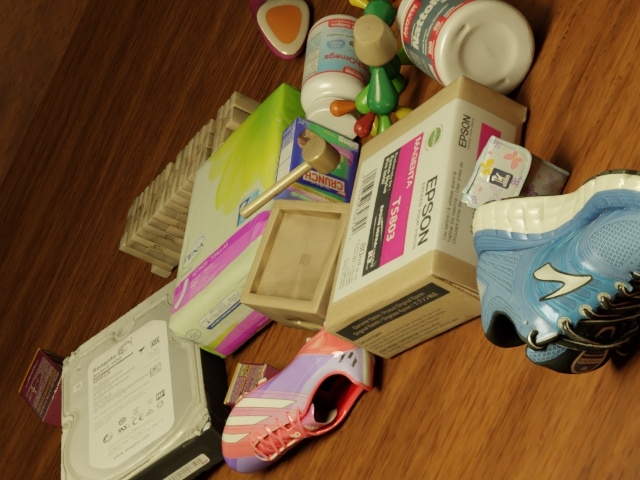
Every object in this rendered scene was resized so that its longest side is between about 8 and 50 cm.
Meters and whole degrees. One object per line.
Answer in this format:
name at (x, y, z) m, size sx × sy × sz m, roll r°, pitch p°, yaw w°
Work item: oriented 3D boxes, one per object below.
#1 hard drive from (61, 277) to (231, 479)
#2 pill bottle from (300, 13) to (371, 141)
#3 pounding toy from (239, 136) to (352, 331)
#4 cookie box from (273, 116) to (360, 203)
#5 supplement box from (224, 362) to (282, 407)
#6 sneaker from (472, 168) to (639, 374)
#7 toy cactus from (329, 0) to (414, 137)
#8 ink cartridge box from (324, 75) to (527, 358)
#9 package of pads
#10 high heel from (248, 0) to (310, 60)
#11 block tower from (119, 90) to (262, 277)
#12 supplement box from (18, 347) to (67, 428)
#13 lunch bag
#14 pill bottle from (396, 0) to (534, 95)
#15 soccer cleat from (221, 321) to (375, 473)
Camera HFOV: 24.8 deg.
hard drive at (-0.232, 0.208, 1.891) m, size 0.237 × 0.064 × 0.339 m, roll -34°, pitch 31°, yaw 13°
pill bottle at (0.021, -0.200, 1.828) m, size 0.087 × 0.087 × 0.160 m, roll -41°, pitch 33°, yaw 43°
pounding toy at (-0.005, -0.006, 1.643) m, size 0.181 × 0.094 × 0.206 m, roll 5°, pitch 70°, yaw 46°
cookie box at (-0.003, -0.083, 1.758) m, size 0.040 × 0.091 × 0.107 m, roll -43°, pitch 32°, yaw 47°
supplement box at (-0.072, 0.175, 1.706) m, size 0.083 × 0.043 × 0.055 m, roll -5°, pitch 62°, yaw 64°
sneaker at (0.233, 0.032, 1.143) m, size 0.330 × 0.129 × 0.147 m, roll 163°, pitch 114°, yaw -64°
toy cactus at (0.061, -0.215, 1.680) m, size 0.180 × 0.112 × 0.219 m, roll 51°, pitch -133°, yaw -72°
ink cartridge box at (0.106, -0.021, 1.472) m, size 0.193 × 0.088 × 0.235 m, roll -34°, pitch 37°, yaw 52°
package of pads at (-0.086, -0.021, 1.861) m, size 0.229 × 0.101 × 0.297 m, roll -40°, pitch 33°, yaw 42°
high heel at (-0.067, -0.321, 2.182) m, size 0.117 × 0.082 × 0.244 m, roll 94°, pitch 162°, yaw -46°
block tower at (-0.177, -0.075, 2.114) m, size 0.335 × 0.097 × 0.091 m, roll -44°, pitch 30°, yaw 42°
supplement box at (-0.383, 0.235, 2.228) m, size 0.081 × 0.104 × 0.188 m, roll -66°, pitch 23°, yaw -2°
lunch bag at (0.178, -0.050, 1.351) m, size 0.071 × 0.083 × 0.053 m, roll -64°, pitch 23°, yaw 0°
pill bottle at (0.146, -0.220, 1.557) m, size 0.108 × 0.108 × 0.180 m, roll -61°, pitch 23°, yaw 10°
soccer cleat at (-0.028, 0.186, 1.565) m, size 0.248 × 0.083 × 0.095 m, roll -47°, pitch 33°, yaw 29°
